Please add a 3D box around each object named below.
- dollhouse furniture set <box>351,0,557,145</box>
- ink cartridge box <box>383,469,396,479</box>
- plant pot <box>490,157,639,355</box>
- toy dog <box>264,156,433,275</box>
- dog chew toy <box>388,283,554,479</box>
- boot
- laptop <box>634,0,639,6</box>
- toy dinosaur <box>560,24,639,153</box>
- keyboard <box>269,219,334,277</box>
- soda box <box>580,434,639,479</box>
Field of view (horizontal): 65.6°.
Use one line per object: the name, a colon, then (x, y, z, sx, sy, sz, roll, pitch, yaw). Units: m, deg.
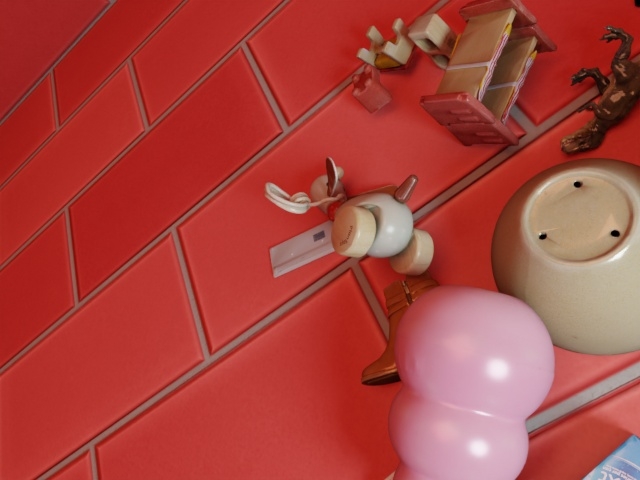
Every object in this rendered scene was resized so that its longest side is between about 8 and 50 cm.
dollhouse furniture set: (0.217, -0.308, 0.952, 0.374, 0.152, 0.201, 19, 83, 55)
ink cartridge box: (0.180, 0.390, 0.740, 0.179, 0.045, 0.145, -49, 53, 19)
plant pot: (0.360, 0.000, 0.677, 0.284, 0.191, 0.283, -14, 64, 30)
toy dog: (0.075, -0.078, 0.883, 0.334, 0.220, 0.160, 38, 110, 38)
dog chew toy: (0.181, 0.231, 0.656, 0.207, 0.207, 0.331, 9, 79, 36)
boot: (0.135, 0.148, 0.844, 0.197, 0.073, 0.152, -28, 58, 7)
laptop: (0.640, -0.475, 0.716, 0.137, 0.264, 0.234, -32, 47, -26)
toy dinosaur: (0.466, -0.259, 0.772, 0.268, 0.064, 0.118, -53, 54, 30)
keyboard: (0.000, 0.000, 1.032, 0.256, 0.014, 0.072, -25, 54, 23)
soda box: (0.344, 0.340, 0.623, 0.210, 0.071, 0.067, -48, 53, 8)
